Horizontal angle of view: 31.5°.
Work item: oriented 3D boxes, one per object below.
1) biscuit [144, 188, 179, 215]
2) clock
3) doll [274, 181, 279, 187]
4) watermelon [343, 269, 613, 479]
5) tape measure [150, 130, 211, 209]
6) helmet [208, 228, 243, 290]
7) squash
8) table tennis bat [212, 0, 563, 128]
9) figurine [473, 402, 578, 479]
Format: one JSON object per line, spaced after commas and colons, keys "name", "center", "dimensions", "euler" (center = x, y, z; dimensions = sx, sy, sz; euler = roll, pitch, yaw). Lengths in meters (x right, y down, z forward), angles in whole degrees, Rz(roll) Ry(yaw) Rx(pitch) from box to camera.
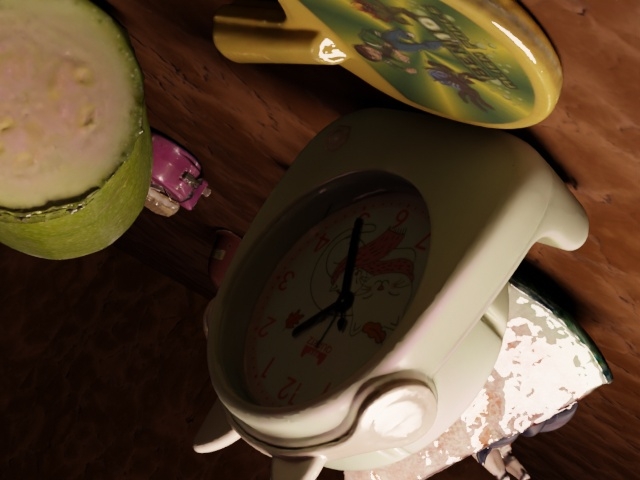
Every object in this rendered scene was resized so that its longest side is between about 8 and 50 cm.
{"name": "biscuit", "center": [-0.393, -0.181, 1.785], "dimensions": [0.426, 0.078, 0.144], "euler": [35, 171, -11]}
{"name": "clock", "center": [0.030, 0.053, 0.888], "dimensions": [0.108, 0.324, 0.265], "euler": [40, 169, -37]}
{"name": "doll", "center": [-0.021, -0.046, 1.361], "dimensions": [0.061, 0.051, 0.093], "euler": [59, 176, 20]}
{"name": "watermelon", "center": [0.107, 0.107, 1.204], "dimensions": [0.250, 0.292, 0.283], "euler": [62, 173, 7]}
{"name": "tape measure", "center": [-0.224, -0.101, 1.655], "dimensions": [0.125, 0.074, 0.118], "euler": [29, 169, 9]}
{"name": "helmet", "center": [-0.159, 0.057, 2.147], "dimensions": [0.155, 0.106, 0.175], "euler": [41, 171, -37]}
{"name": "squash", "center": [-0.326, -0.124, 1.316], "dimensions": [0.263, 0.263, 0.384], "euler": [33, 170, -3]}
{"name": "table tennis bat", "center": [0.027, -0.143, 0.780], "dimensions": [0.198, 0.050, 0.320], "euler": [38, 165, -37]}
{"name": "figurine", "center": [0.193, 0.195, 1.443], "dimensions": [0.265, 0.197, 0.175], "euler": [23, 167, 31]}
